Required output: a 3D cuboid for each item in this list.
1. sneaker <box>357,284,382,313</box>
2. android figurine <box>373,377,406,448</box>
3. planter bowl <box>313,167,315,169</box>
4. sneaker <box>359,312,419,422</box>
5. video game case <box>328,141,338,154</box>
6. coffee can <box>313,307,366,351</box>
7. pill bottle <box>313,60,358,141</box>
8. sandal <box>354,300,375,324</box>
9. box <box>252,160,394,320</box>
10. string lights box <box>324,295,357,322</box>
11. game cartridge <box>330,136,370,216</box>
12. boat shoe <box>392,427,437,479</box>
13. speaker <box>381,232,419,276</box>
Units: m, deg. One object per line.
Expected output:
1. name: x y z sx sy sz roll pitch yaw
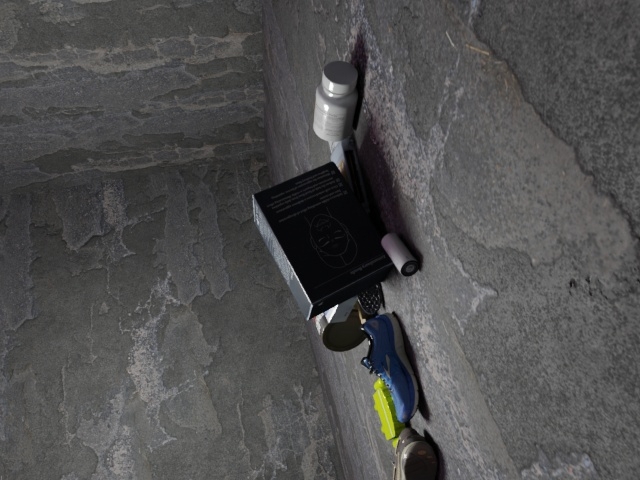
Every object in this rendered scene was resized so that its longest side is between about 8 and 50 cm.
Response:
1. sneaker: 0.165 0.141 1.549 0.097 0.084 0.235 25 -130 -71
2. android figurine: 0.249 0.617 1.581 0.273 0.056 0.248 97 159 -59
3. planter bowl: 0.034 -0.190 1.776 0.217 0.090 0.217 169 90 -79
4. sneaker: 0.202 0.401 1.375 0.130 0.147 0.330 105 151 -66
5. video game case: 0.051 -0.442 1.618 0.227 0.026 0.207 121 137 -75
6. coffee can: 0.062 0.285 1.798 0.275 0.201 0.202 -119 21 -55
7. pill bottle: 0.048 -0.429 1.367 0.229 0.131 0.131 100 157 -60
8. sandal: 0.136 0.230 1.628 0.079 0.088 0.240 -16 88 40
9. box: 0.000 0.000 1.409 0.396 0.293 0.212 60 164 18
10. string lights box: 0.034 0.162 1.635 0.260 0.076 0.133 60 140 40
11. game cartridge: 0.100 -0.197 1.548 0.198 0.062 0.298 144 114 -73
12. boat shoe: 0.291 0.738 1.372 0.130 0.132 0.356 -103 15 -68
13. speaker: 0.213 0.036 1.193 0.136 0.055 0.055 -116 19 -53
